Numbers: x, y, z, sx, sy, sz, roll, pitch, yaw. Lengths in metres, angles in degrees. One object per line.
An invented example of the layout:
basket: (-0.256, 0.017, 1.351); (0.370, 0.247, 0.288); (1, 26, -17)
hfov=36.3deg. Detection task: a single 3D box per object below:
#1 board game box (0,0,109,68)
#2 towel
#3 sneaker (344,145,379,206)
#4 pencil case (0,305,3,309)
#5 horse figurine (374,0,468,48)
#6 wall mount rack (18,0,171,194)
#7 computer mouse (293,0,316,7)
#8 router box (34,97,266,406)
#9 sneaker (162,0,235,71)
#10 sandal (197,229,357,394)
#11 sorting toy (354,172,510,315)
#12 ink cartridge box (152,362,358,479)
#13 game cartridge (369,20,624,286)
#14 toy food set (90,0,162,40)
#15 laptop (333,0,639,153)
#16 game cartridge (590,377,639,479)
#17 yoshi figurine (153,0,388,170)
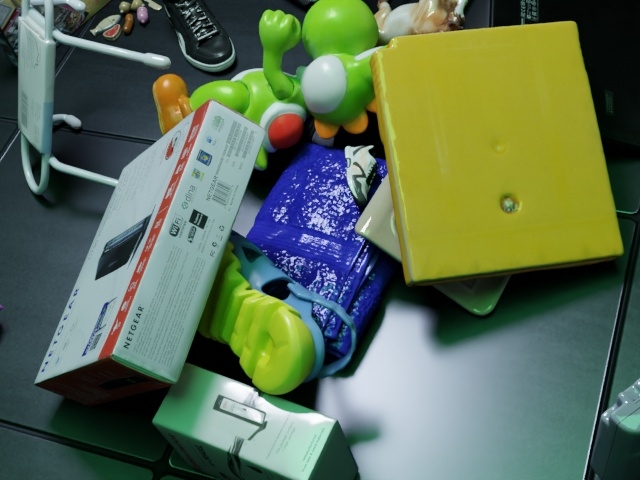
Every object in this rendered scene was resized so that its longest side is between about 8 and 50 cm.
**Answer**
board game box: (-0.469, -0.431, 1.699); (0.042, 0.165, 0.243); (29, 64, 29)
towel: (0.000, 0.000, 1.332); (0.227, 0.076, 0.308); (18, 60, 23)
sneaker: (0.057, -0.091, 1.318); (0.043, 0.040, 0.109); (-10, 49, 9)
pencil case: (-0.488, 0.154, 1.334); (0.070, 0.064, 0.152); (-11, 51, 24)
horse figurine: (0.129, -0.338, 1.441); (0.263, 0.066, 0.175); (-5, 57, 42)
wall mount rack: (-0.353, -0.214, 1.446); (0.130, 0.350, 0.304); (-11, 35, -33)
computer mouse: (0.006, -0.475, 1.691); (0.184, 0.060, 0.262); (-36, 55, -13)
router box: (-0.217, 0.027, 1.214); (0.301, 0.082, 0.336); (-24, 44, 55)
sneaker: (-0.221, -0.381, 1.633); (0.079, 0.121, 0.217); (-30, 54, -9)
sandal: (-0.065, 0.083, 1.189); (0.138, 0.126, 0.317); (5, 26, -36)
sorting toy: (0.171, -0.025, 1.301); (0.208, 0.038, 0.193); (33, 63, 0)
ink cartridge box: (-0.072, 0.236, 1.128); (0.203, 0.148, 0.086); (16, 62, 24)
game cartridge: (0.223, -0.116, 1.263); (0.285, 0.053, 0.324); (-6, 79, -9)
toy food set: (-0.345, -0.395, 1.735); (0.078, 0.019, 0.122); (35, 68, 31)
laptop: (0.263, -0.286, 1.496); (0.407, 0.236, 0.382); (14, 61, -12)
game cartridge: (0.423, 0.151, 1.049); (0.297, 0.198, 0.062); (-33, 54, -11)
yoshi figurine: (-0.052, -0.244, 1.425); (0.362, 0.203, 0.203); (-15, 25, 15)
